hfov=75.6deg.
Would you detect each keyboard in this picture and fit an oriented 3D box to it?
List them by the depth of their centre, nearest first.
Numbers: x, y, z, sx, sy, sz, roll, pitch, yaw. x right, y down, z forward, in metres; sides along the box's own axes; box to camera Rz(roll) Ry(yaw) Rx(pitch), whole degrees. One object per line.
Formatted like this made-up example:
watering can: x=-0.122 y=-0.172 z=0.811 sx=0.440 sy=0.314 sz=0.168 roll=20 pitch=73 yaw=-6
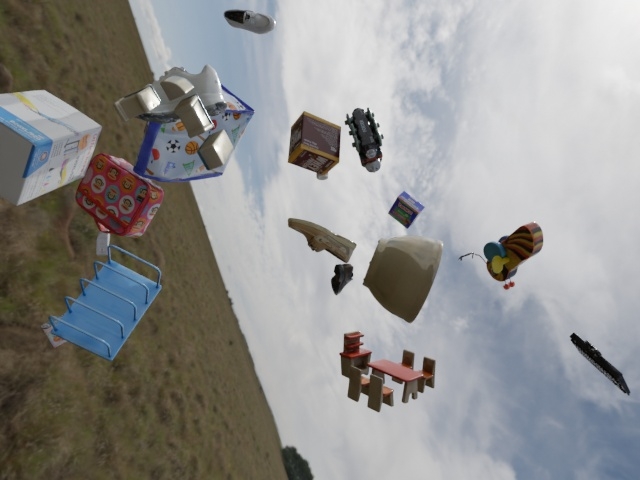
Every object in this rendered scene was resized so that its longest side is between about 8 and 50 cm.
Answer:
keyboard: x=0.709 y=0.307 z=1.061 sx=0.108 sy=0.023 sz=0.180 roll=55 pitch=7 yaw=-19

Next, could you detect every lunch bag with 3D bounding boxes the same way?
lunch bag: x=-0.476 y=-0.394 z=1.481 sx=0.239 sy=0.385 sz=0.327 roll=38 pitch=-62 yaw=9
lunch bag: x=-0.738 y=-0.147 z=1.497 sx=0.293 sy=0.258 sz=0.120 roll=34 pitch=7 yaw=16

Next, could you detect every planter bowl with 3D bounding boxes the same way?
planter bowl: x=0.142 y=0.058 z=0.763 sx=0.162 sy=0.109 sz=0.162 roll=21 pitch=90 yaw=-83

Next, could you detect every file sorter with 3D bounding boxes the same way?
file sorter: x=-0.393 y=0.111 z=0.766 sx=0.118 sy=0.170 sz=0.104 roll=29 pitch=-35 yaw=-7

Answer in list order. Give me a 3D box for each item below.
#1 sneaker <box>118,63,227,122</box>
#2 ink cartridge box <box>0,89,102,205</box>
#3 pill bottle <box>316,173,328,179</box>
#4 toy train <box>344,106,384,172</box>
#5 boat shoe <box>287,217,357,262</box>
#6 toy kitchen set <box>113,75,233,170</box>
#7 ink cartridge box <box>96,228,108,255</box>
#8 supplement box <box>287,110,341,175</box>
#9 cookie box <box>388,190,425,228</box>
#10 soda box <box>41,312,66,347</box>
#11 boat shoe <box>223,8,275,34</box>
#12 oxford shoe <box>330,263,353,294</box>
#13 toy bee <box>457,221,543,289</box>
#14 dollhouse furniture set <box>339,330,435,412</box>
sneaker: x=-0.399 y=-0.390 z=1.109 sx=0.111 sy=0.298 sz=0.129 roll=-53 pitch=137 yaw=-84
ink cartridge box: x=-0.673 y=-0.224 z=0.962 sx=0.171 sy=0.168 sz=0.232 roll=-53 pitch=-171 yaw=24
pill bottle: x=0.010 y=-0.399 z=2.279 sx=0.067 sy=0.067 sz=0.120 roll=123 pitch=-32 yaw=-70
toy train: x=0.205 y=-0.453 z=1.853 sx=0.190 sy=0.142 sz=0.333 roll=67 pitch=10 yaw=-48
boat shoe: x=0.000 y=0.000 z=1.820 sx=0.110 sy=0.341 sz=0.122 roll=-67 pitch=-162 yaw=-4
toy kitchen set: x=-0.331 y=-0.259 z=0.950 sx=0.122 sy=0.166 sz=0.207 roll=-88 pitch=157 yaw=-59
ink cartridge box: x=-1.016 y=-0.074 z=1.935 sx=0.189 sy=0.066 sz=0.232 roll=-128 pitch=-136 yaw=-55
supplement box: x=-0.026 y=-0.420 z=1.803 sx=0.129 sy=0.192 sz=0.194 roll=-33 pitch=-132 yaw=53
cookie box: x=0.291 y=-0.104 z=1.410 sx=0.092 sy=0.040 sz=0.107 roll=41 pitch=-29 yaw=12
soda box: x=-0.733 y=0.243 z=1.254 sx=0.063 sy=0.183 sz=0.058 roll=20 pitch=-51 yaw=42
boat shoe: x=-0.247 y=-0.762 z=1.421 sx=0.063 sy=0.184 sz=0.066 roll=-24 pitch=134 yaw=-71
oxford shoe: x=0.105 y=0.182 z=1.883 sx=0.227 sy=0.096 sz=0.082 roll=108 pitch=-34 yaw=-54
toy bee: x=0.598 y=0.064 z=1.311 sx=0.298 sy=0.195 sz=0.162 roll=101 pitch=-35 yaw=-75
dollhouse furniture set: x=0.178 y=0.370 z=1.228 sx=0.259 sy=0.262 sz=0.135 roll=7 pitch=-85 yaw=48
